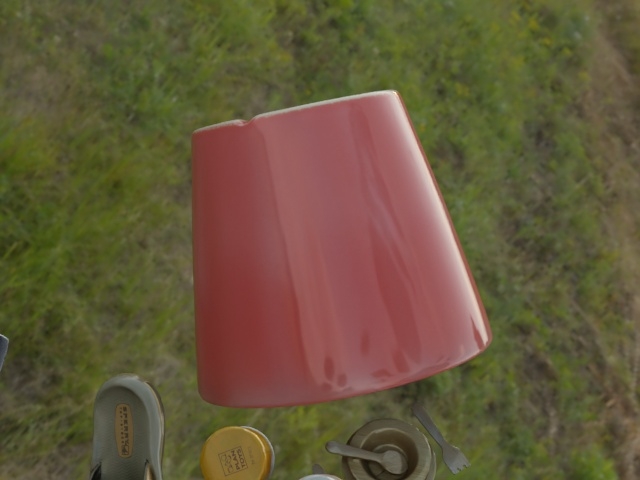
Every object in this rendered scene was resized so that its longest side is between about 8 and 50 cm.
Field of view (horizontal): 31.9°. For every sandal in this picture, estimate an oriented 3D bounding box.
[{"bbox_3d":[-0.142,0.188,0.816,0.049,0.072,0.180,2,81,-73],"label":"sandal"}]

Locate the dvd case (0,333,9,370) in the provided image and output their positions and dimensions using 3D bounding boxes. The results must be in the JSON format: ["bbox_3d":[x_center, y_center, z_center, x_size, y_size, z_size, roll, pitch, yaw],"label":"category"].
[{"bbox_3d":[-0.258,0.076,0.520,0.221,0.018,0.165,37,52,-40],"label":"dvd case"}]

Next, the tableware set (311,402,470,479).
[{"bbox_3d":[0.090,0.231,0.974,0.128,0.039,0.194,-29,59,-18],"label":"tableware set"}]

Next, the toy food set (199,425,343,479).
[{"bbox_3d":[-0.019,0.227,0.665,0.104,0.111,0.232,63,21,-77],"label":"toy food set"}]

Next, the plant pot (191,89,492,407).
[{"bbox_3d":[0.000,0.000,1.022,0.275,0.275,0.243,-22,102,-63],"label":"plant pot"}]
